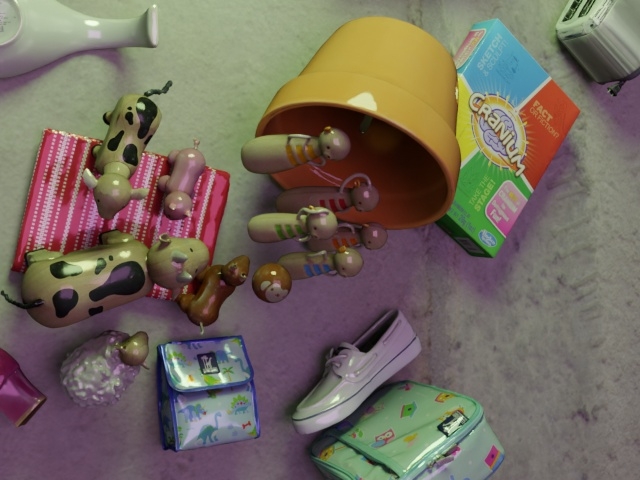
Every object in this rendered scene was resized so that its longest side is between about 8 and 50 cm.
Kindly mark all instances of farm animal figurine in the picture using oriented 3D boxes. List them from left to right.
[{"bbox_3d":[-0.240,0.008,1.127,0.326,0.172,0.330,-35,109,-19],"label":"farm animal figurine"}]

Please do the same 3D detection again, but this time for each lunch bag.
[{"bbox_3d":[-0.162,0.214,1.264,0.128,0.096,0.151,-3,80,-26],"label":"lunch bag"},{"bbox_3d":[0.118,0.313,1.310,0.224,0.279,0.108,-31,103,-21],"label":"lunch bag"}]

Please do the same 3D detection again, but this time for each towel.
[{"bbox_3d":[-0.265,-0.027,1.225,0.274,0.031,0.199,13,89,-27],"label":"towel"}]

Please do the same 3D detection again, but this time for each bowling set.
[{"bbox_3d":[0.000,0.000,1.220,0.287,0.154,0.200,50,42,-51],"label":"bowling set"}]

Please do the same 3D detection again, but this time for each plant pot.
[{"bbox_3d":[0.075,-0.178,1.276,0.290,0.290,0.204,34,61,-26],"label":"plant pot"}]

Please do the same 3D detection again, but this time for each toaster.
[{"bbox_3d":[0.515,-0.382,1.574,0.146,0.129,0.227,38,78,-21],"label":"toaster"}]

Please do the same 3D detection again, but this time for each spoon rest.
[{"bbox_3d":[-0.350,-0.274,1.147,0.276,0.084,0.137,0,92,-15],"label":"spoon rest"}]

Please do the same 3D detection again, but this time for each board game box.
[{"bbox_3d":[0.272,-0.168,1.488,0.242,0.064,0.317,39,75,-25],"label":"board game box"}]

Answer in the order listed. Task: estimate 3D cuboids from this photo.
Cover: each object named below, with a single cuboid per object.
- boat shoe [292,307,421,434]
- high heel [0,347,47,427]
[{"bbox_3d":[0.045,0.197,1.380,0.258,0.095,0.084,-36,105,-33],"label":"boat shoe"},{"bbox_3d":[-0.467,0.244,1.117,0.117,0.082,0.244,42,84,3],"label":"high heel"}]
